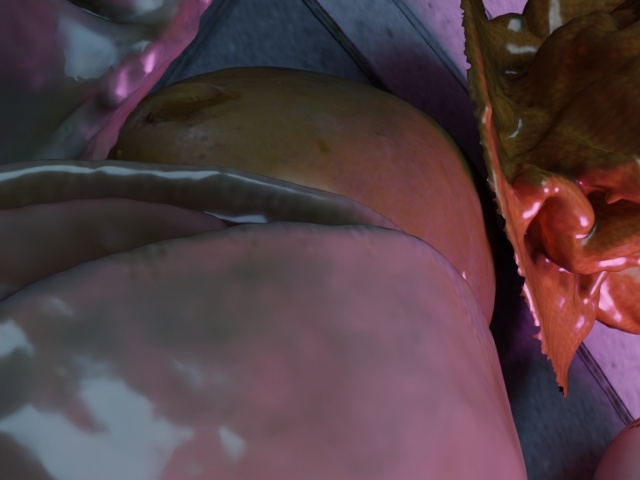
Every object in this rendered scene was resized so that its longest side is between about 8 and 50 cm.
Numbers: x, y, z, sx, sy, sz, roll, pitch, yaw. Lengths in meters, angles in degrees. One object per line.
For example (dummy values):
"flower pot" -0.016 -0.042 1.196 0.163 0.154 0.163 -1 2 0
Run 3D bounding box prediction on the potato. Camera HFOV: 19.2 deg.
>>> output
"potato" 0.000 0.000 0.845 0.234 0.146 0.150 0 97 -49

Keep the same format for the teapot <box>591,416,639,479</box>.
"teapot" 0.191 0.159 0.982 0.226 0.092 0.145 -1 65 -47

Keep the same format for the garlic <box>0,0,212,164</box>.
"garlic" -0.202 -0.159 0.616 0.231 0.246 0.340 -49 138 -47

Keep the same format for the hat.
"hat" 0.204 -0.059 0.954 0.244 0.233 0.233 42 36 -75

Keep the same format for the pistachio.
"pistachio" -0.056 0.083 0.637 0.309 0.230 0.230 18 55 -43
